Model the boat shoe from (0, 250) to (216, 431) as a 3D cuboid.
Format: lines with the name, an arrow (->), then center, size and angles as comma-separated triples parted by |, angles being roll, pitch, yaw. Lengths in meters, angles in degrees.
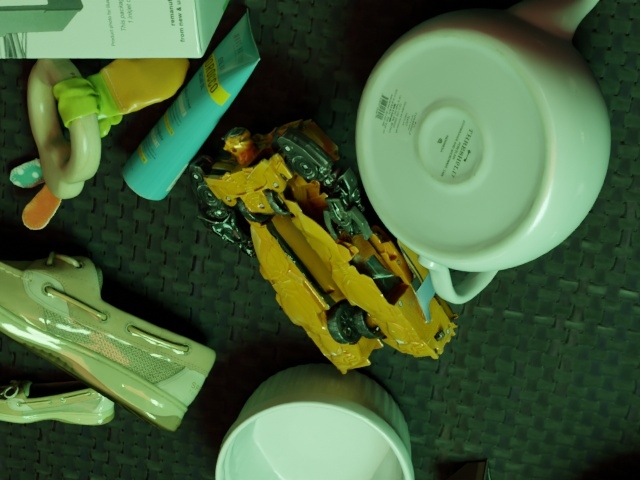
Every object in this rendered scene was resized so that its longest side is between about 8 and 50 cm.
boat shoe -> -0.269, 0.067, 1.841 | 0.341, 0.121, 0.110 | 34, 81, -13

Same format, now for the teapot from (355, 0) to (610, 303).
teapot -> 0.168, -0.092, 1.643 | 0.256, 0.187, 0.253 | -23, 84, 37

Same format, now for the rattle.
rattle -> -0.224, -0.106, 1.776 | 0.130, 0.142, 0.200 | 37, 140, 24

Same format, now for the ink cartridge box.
ink cartridge box -> -0.231, -0.255, 1.592 | 0.289, 0.211, 0.122 | 1, 120, 9

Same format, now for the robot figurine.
robot figurine -> 0.000, 0.000, 1.747 | 0.211, 0.085, 0.291 | -13, 119, 46

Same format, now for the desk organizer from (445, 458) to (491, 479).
desk organizer -> 0.163, 0.303, 1.930 | 0.050, 0.047, 0.130 | -4, 118, 13

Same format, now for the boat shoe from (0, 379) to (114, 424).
boat shoe -> -0.297, 0.166, 1.923 | 0.153, 0.056, 0.048 | 5, 110, 4

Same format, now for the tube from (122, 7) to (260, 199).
tube -> -0.118, -0.126, 1.727 | 0.052, 0.080, 0.207 | 18, 127, -33

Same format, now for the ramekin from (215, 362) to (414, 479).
ramekin -> 0.000, 0.226, 1.877 | 0.207, 0.109, 0.207 | 4, 120, 7
